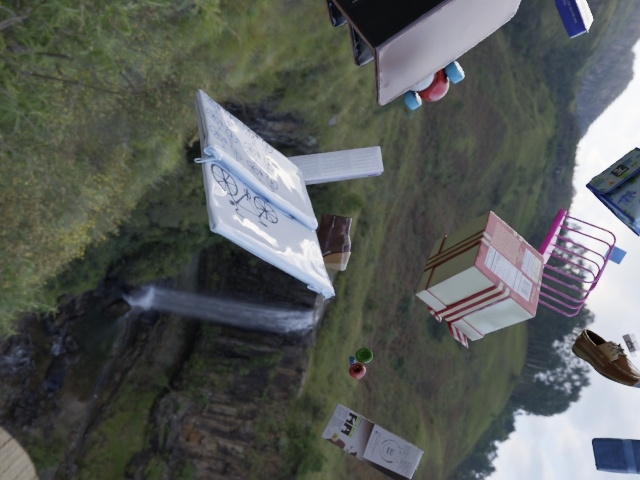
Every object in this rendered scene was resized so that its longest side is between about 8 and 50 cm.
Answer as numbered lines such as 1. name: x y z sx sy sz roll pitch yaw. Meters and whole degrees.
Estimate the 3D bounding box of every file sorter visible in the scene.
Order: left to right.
1. file sorter: 0.778 0.084 1.550 0.202 0.182 0.291 -55 153 -16

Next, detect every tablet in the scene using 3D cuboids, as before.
1. tablet: 1.037 0.049 1.733 0.054 0.083 0.006 -64 -160 11

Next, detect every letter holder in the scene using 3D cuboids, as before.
1. letter holder: 0.179 -0.395 0.820 0.302 0.152 0.214 -34 166 1

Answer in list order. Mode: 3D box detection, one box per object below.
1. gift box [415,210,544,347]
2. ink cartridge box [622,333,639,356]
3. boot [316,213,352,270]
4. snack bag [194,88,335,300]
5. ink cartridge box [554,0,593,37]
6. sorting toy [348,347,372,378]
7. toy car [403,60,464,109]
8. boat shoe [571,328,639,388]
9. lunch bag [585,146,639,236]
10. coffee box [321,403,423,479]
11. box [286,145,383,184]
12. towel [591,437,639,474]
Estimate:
1. gift box: 0.442 0.125 1.367 0.258 0.276 0.255 -37 -168 50
2. ink cartridge box: 1.176 0.394 1.855 0.028 0.048 0.083 -39 -125 45
3. boot: 0.000 0.000 1.894 0.090 0.248 0.207 -7 102 -70
4. snack bag: -0.101 -0.084 0.909 0.323 0.037 0.342 36 30 -45
5. ink cartridge box: 0.700 -0.749 1.432 0.307 0.072 0.303 -43 108 -48
6. sorting toy: 0.113 0.363 1.436 0.102 0.061 0.042 -52 145 -40
7. toy car: 0.341 -0.597 1.720 0.238 0.219 0.210 -13 78 -56
8. boat shoe: 1.109 0.446 1.902 0.324 0.122 0.120 -134 -128 -67
9. lunch bag: 0.650 -0.110 1.016 0.129 0.096 0.151 -40 -134 16
10. coffee box: 0.165 0.648 1.572 0.119 0.297 0.168 -61 164 -16
11. box: -0.014 -0.172 1.191 0.063 0.324 0.067 139 -58 -85
12. towel: 0.614 0.433 0.991 0.029 0.119 0.067 45 45 -56
